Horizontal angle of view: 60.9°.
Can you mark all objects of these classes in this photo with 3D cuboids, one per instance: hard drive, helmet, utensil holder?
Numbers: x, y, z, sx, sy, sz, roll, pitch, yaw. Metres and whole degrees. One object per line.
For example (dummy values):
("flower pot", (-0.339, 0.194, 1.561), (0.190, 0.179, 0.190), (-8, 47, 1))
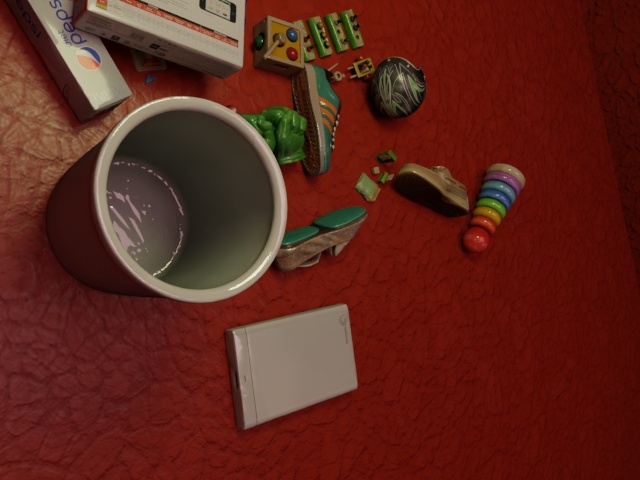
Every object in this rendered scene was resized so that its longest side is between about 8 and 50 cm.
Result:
("hard drive", (-0.062, 0.304, 1.369), (0.353, 0.047, 0.233), (-7, 90, -39))
("helmet", (0.225, -0.446, 1.597), (0.161, 0.169, 0.170), (-15, 95, -56))
("utensil holder", (-0.303, -0.049, 1.000), (0.327, 0.385, 0.328), (5, 82, -38))

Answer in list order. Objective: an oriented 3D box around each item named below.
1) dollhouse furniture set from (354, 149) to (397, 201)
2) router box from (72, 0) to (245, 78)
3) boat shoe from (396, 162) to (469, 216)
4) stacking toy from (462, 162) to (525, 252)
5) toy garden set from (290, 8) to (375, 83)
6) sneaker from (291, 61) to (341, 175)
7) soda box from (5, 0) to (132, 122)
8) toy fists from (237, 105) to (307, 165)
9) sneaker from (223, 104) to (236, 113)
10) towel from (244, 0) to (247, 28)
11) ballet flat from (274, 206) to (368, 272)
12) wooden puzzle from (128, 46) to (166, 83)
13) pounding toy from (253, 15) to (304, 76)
("dollhouse furniture set", (0.169, -0.190, 1.592), (0.076, 0.058, 0.152), (42, 62, -27))
("router box", (-0.314, -0.533, 1.123), (0.335, 0.082, 0.301), (9, 78, -40))
("boat shoe", (0.353, -0.175, 1.707), (0.341, 0.121, 0.110), (25, 66, -45))
("stacking toy", (0.579, -0.102, 1.876), (0.141, 0.141, 0.330), (42, 68, -27))
("toy garden set", (0.049, -0.539, 1.538), (0.244, 0.049, 0.204), (-30, 104, -36))
("sneaker", (0.007, -0.322, 1.447), (0.121, 0.108, 0.302), (-5, 87, -34))
("soda box", (-0.496, -0.385, 1.063), (0.091, 0.098, 0.286), (-39, 110, -36))
("toy fists", (-0.129, -0.243, 1.303), (0.279, 0.096, 0.142), (-29, 115, -48))
("sneaker", (-0.263, -0.219, 1.261), (0.221, 0.087, 0.128), (-44, 130, -35))
("towel", (-0.260, -0.621, 1.286), (0.227, 0.076, 0.308), (15, 76, -37))
("ballet flat", (0.000, 0.000, 1.429), (0.316, 0.107, 0.106), (-22, 119, -32))
("wooden puzzle", (-0.383, -0.412, 1.208), (0.078, 0.014, 0.116), (-30, 104, -36))
("pounding toy", (-0.110, -0.488, 1.375), (0.141, 0.100, 0.130), (3, 83, -38))
